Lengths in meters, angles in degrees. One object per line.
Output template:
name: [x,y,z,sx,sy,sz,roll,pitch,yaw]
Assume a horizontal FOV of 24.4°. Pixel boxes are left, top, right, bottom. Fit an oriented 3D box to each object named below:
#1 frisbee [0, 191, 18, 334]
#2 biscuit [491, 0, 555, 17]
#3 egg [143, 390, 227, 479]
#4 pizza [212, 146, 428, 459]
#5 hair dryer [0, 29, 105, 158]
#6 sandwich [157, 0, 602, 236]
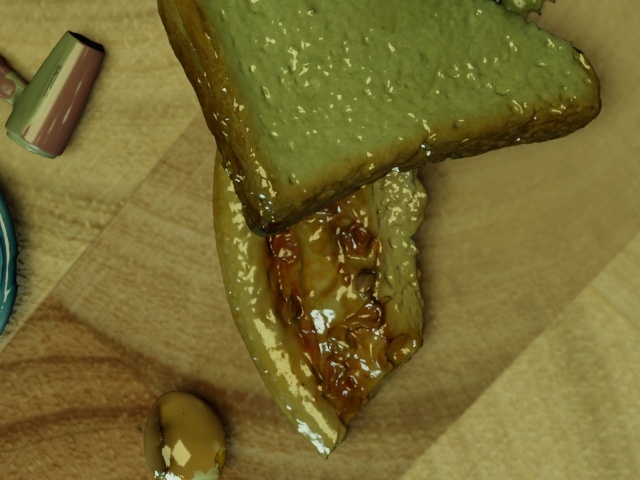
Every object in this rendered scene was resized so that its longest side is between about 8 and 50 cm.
frisbee: [-0.373,0.012,1.315,0.242,0.045,0.242,3,100,15]
biscuit: [0.074,-0.191,1.178,0.231,0.016,0.139,-35,87,17]
egg: [-0.115,0.169,1.257,0.071,0.071,0.083,-11,83,17]
pizza: [0.000,0.000,1.185,0.182,0.074,0.366,5,105,29]
hair dryer: [-0.267,-0.149,1.263,0.154,0.054,0.106,29,100,14]
sandwich: [0.035,-0.157,1.097,0.288,0.099,0.254,-16,75,-14]
